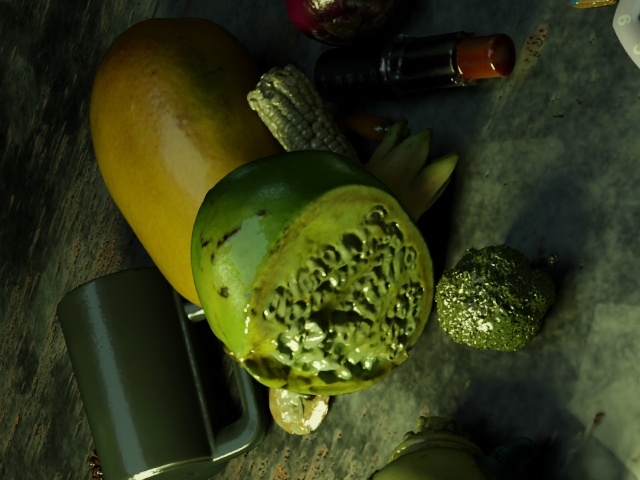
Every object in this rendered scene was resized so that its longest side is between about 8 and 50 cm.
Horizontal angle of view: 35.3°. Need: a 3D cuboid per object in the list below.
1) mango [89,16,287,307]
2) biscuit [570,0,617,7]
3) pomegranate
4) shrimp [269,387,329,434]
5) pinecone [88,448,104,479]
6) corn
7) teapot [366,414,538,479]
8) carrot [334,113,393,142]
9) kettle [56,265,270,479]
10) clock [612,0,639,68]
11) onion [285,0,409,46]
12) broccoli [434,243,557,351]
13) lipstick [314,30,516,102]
[{"bbox_3d":[-0.180,-0.113,1.436,0.300,0.232,0.445,-32,69,38],"label":"mango"},{"bbox_3d":[0.310,-0.299,1.067,0.130,0.019,0.119,-54,50,29],"label":"biscuit"},{"bbox_3d":[0.000,0.000,1.203,0.358,0.309,0.216,-51,38,-13],"label":"pomegranate"},{"bbox_3d":[-0.014,0.188,1.350,0.180,0.041,0.099,-55,51,27],"label":"shrimp"},{"bbox_3d":[-0.346,0.375,1.671,0.077,0.077,0.083,38,130,43],"label":"pinecone"},{"bbox_3d":[-0.007,-0.135,1.316,0.211,0.087,0.087,50,129,-4],"label":"corn"},{"bbox_3d":[0.120,0.285,1.115,0.269,0.173,0.182,-27,36,29],"label":"teapot"},{"bbox_3d":[0.054,-0.149,1.324,0.142,0.035,0.035,17,98,55],"label":"carrot"},{"bbox_3d":[-0.233,0.209,1.514,0.203,0.262,0.308,102,151,-65],"label":"kettle"},{"bbox_3d":[0.369,-0.220,0.960,0.172,0.064,0.198,-7,80,47],"label":"clock"},{"bbox_3d":[0.021,-0.357,1.308,0.173,0.135,0.198,-28,62,36],"label":"onion"},{"bbox_3d":[0.190,0.061,1.095,0.120,0.130,0.131,-77,-17,-62],"label":"broccoli"},{"bbox_3d":[0.111,-0.213,1.231,0.300,0.081,0.081,2,87,48],"label":"lipstick"}]
